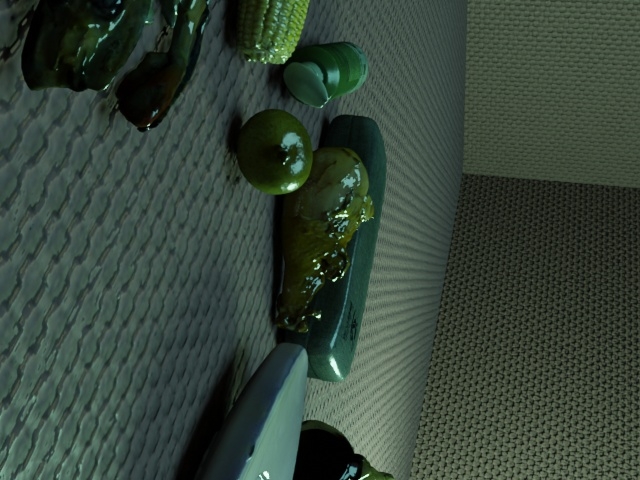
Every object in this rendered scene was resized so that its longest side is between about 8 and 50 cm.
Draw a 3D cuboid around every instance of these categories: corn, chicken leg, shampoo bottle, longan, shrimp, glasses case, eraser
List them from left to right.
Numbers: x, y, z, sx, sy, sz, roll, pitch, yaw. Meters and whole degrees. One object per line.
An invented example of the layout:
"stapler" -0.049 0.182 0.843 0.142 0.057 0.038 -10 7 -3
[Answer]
"shrimp" -0.102 -0.143 0.520 0.173 0.058 0.253 94 9 -51
"eraser" -0.068 0.205 0.794 0.204 0.059 0.243 75 28 -57
"longan" -0.038 -0.077 0.755 0.083 0.075 0.075 -163 -103 -75
"corn" -0.035 -0.234 0.735 0.085 0.063 0.165 176 -77 -79
"chicken leg" -0.002 0.000 0.937 0.101 0.085 0.208 -1 106 -64
"shampoo bottle" 0.005 -0.177 0.924 0.204 0.065 0.065 -45 139 -70
"glasses case" 0.023 0.008 1.063 0.131 0.074 0.323 67 32 -62

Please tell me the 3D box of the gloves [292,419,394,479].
"gloves" 0.024 0.340 1.084 0.331 0.141 0.154 64 7 -49
